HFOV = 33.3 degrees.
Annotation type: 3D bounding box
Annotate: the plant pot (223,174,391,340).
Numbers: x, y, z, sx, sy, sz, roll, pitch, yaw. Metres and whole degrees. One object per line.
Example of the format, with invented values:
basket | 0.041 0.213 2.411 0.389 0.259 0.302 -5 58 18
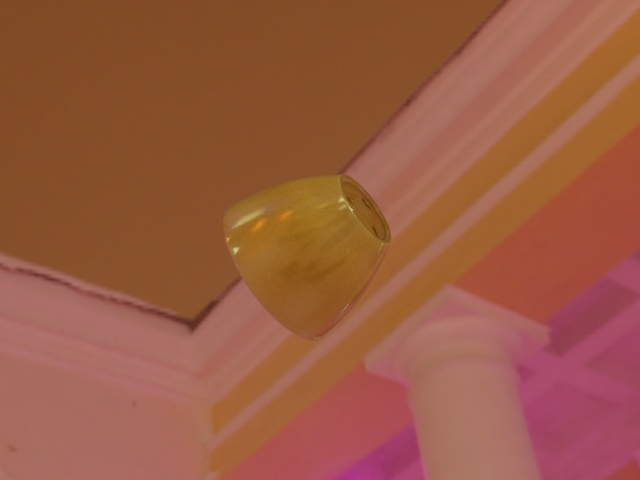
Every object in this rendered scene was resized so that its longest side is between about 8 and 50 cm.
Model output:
plant pot | 0.000 0.000 0.874 0.095 0.134 0.134 -36 -48 20
